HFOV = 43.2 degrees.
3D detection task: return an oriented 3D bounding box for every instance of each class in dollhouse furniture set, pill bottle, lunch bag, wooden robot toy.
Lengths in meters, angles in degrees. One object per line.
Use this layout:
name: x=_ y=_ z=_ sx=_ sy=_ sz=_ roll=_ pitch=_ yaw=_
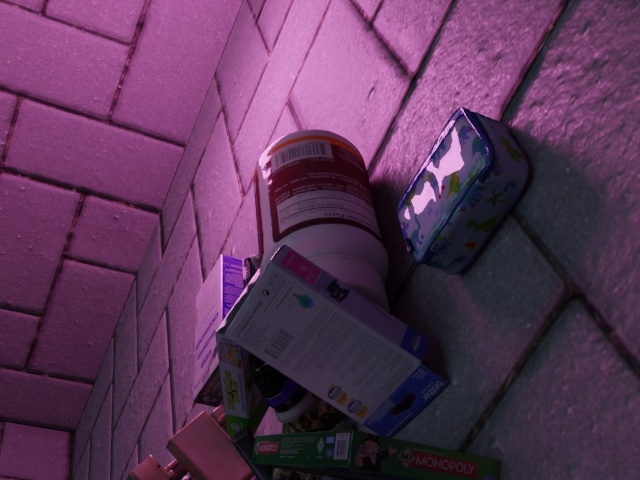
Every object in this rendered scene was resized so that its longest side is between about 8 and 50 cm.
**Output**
dollhouse furniture set: x=-0.288 y=0.554 z=1.804 sx=0.303 sy=0.174 sz=0.355 roll=-36 pitch=-17 yaw=-39
pill bottle: x=0.000 y=0.000 z=1.438 sx=0.224 sy=0.224 sz=0.392 roll=-58 pitch=27 yaw=36
lunch bag: x=0.200 y=-0.074 z=1.193 sx=0.219 sy=0.090 sz=0.176 roll=-59 pitch=24 yaw=31
wooden robot toy: x=-0.019 y=0.375 z=1.372 sx=0.173 sy=0.076 sz=0.079 roll=-53 pitch=1 yaw=-19

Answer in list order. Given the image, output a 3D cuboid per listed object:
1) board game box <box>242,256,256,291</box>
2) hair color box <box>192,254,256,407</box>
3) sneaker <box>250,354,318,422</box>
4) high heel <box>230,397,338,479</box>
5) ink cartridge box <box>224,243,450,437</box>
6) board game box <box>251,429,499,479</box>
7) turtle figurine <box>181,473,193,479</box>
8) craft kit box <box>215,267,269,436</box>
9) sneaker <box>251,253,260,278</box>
board game box: x=-0.155 y=0.149 z=1.888 sx=0.186 sy=0.026 sz=0.126 roll=-97 pitch=-3 yaw=-45
hair color box: x=-0.235 y=0.224 z=2.010 sx=0.185 sy=0.110 sz=0.339 roll=-54 pitch=28 yaw=38
sneaker: x=-0.052 y=0.174 z=1.457 sx=0.102 sy=0.146 sz=0.293 roll=-28 pitch=23 yaw=27
high heel: x=-0.008 y=0.372 z=1.451 sx=0.261 sy=0.186 sz=0.093 roll=-31 pitch=9 yaw=16
ink cartridge box: x=0.026 y=0.160 z=1.224 sx=0.186 sy=0.311 sz=0.065 roll=-55 pitch=0 yaw=39
board game box: x=0.061 y=0.302 z=1.104 sx=0.317 sy=0.213 sz=0.046 roll=-27 pitch=51 yaw=61
turtle figurine: x=-0.397 y=0.694 z=2.083 sx=0.234 sy=0.118 sz=0.175 roll=47 pitch=119 yaw=58
craft kit box: x=-0.117 y=0.203 z=1.544 sx=0.250 sy=0.061 sz=0.246 roll=-58 pitch=-32 yaw=-54
sneaker: x=-0.114 y=0.138 z=1.794 sx=0.090 sy=0.095 sz=0.235 roll=-47 pitch=36 yaw=46
